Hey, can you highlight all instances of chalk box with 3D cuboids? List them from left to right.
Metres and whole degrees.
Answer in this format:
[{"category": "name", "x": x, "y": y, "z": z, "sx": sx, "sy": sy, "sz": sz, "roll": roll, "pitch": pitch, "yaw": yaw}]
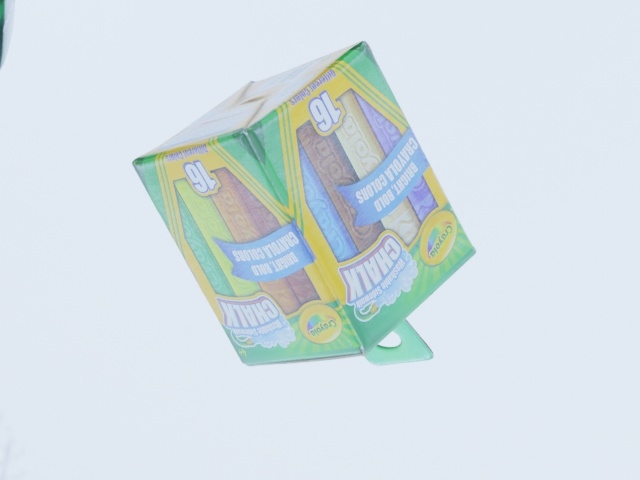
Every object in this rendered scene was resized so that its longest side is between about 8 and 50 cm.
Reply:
[{"category": "chalk box", "x": 0.000, "y": 0.000, "z": 1.073, "sx": 0.132, "sy": 0.132, "sz": 0.213, "roll": -13, "pitch": -70, "yaw": 49}]

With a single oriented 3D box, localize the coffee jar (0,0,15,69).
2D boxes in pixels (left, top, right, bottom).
[{"category": "coffee jar", "x": -0.183, "y": -0.151, "z": 0.757, "sx": 0.079, "sy": 0.096, "sz": 0.184, "roll": 4, "pitch": -23, "yaw": -9}]
